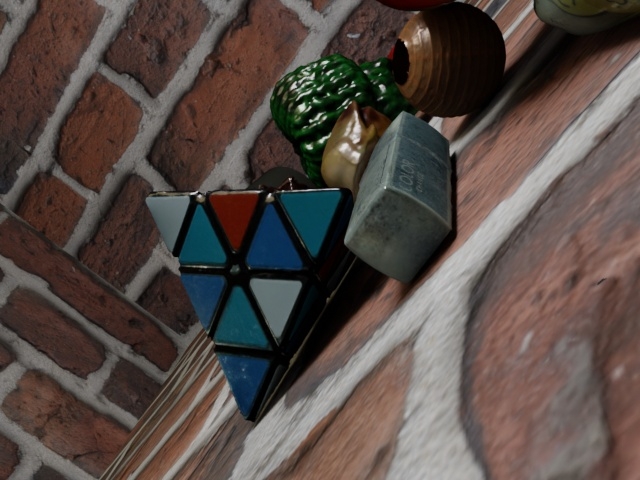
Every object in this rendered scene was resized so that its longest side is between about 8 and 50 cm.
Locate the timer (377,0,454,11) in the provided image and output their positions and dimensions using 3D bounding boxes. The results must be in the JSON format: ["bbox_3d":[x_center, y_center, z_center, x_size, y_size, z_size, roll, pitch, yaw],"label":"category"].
[{"bbox_3d":[0.168,-0.387,0.699,0.378,0.279,0.378,-17,12,4],"label":"timer"}]

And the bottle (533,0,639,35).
[{"bbox_3d":[0.216,-0.198,0.492,0.083,0.083,0.270,-52,4,1],"label":"bottle"}]

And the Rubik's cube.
[{"bbox_3d":[0.000,0.000,0.849,0.250,0.284,0.234,-41,-19,32],"label":"Rubik's cube"}]

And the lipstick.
[{"bbox_3d":[0.082,-0.054,0.727,0.076,0.077,0.290,-54,5,22],"label":"lipstick"}]

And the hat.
[{"bbox_3d":[0.095,-0.235,1.300,0.332,0.242,0.274,-30,30,0],"label":"hat"}]

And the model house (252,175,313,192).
[{"bbox_3d":[-0.048,-0.006,1.072,0.141,0.164,0.203,-45,5,15],"label":"model house"}]

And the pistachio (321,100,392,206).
[{"bbox_3d":[0.069,-0.118,1.066,0.210,0.130,0.165,-73,-19,-74],"label":"pistachio"}]

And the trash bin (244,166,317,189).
[{"bbox_3d":[-0.140,0.009,1.517,0.334,0.214,0.214,-46,1,-37],"label":"trash bin"}]

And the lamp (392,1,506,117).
[{"bbox_3d":[0.151,-0.210,0.872,0.136,0.136,0.136,-52,6,7],"label":"lamp"}]
